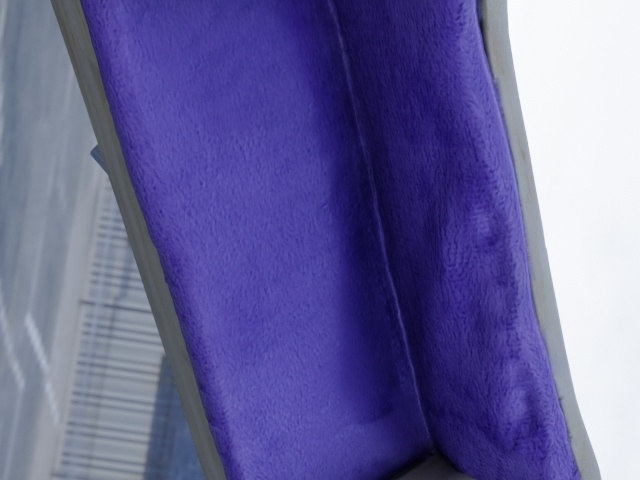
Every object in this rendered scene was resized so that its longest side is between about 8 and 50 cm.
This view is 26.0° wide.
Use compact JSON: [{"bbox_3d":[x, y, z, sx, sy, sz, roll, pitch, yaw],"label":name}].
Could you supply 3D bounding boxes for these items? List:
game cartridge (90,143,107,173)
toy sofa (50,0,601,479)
[{"bbox_3d":[-0.090,-0.059,0.822,0.083,0.056,0.017,-43,175,6],"label":"game cartridge"},{"bbox_3d":[0.000,0.000,0.656,0.177,0.150,0.363,24,-45,51],"label":"toy sofa"}]
